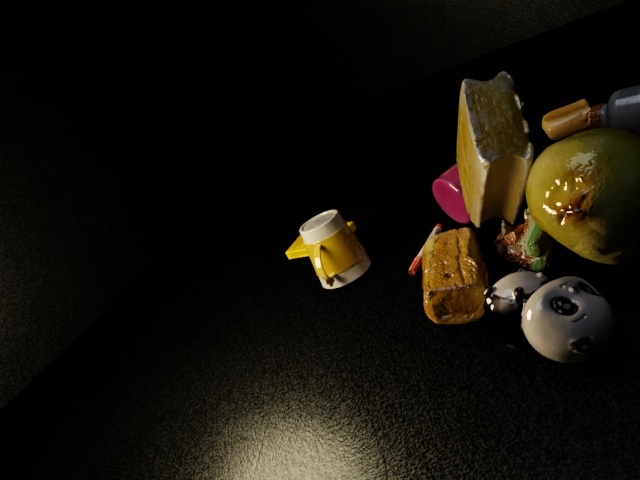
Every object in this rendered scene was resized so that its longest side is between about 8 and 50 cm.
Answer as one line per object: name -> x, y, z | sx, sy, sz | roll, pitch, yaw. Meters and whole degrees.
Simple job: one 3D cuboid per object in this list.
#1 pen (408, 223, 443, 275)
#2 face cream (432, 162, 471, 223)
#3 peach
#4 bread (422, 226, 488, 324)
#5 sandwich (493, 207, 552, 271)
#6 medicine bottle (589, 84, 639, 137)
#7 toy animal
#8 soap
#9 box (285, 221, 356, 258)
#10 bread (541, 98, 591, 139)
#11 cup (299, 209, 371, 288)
pen -> 0.332, 0.025, 1.709 | 0.028, 0.028, 0.239 | -8, 32, 43
face cream -> 0.484, -0.176, 1.737 | 0.194, 0.175, 0.175 | -38, 24, -13
peach -> 0.630, -0.112, 1.241 | 0.282, 0.315, 0.314 | -65, 34, 33
bread -> 0.346, 0.091, 1.429 | 0.166, 0.132, 0.294 | -21, 24, 21
sandwich -> 0.525, -0.002, 1.424 | 0.159, 0.109, 0.185 | -13, 29, 33
medicine bottle -> 0.951, -0.378, 1.587 | 0.288, 0.157, 0.157 | -4, 36, 48
toy animal -> 0.468, 0.153, 1.108 | 0.187, 0.165, 0.235 | -23, 15, -27
soap -> 0.466, -0.235, 1.486 | 0.155, 0.335, 0.294 | -5, 63, 8
box -> 0.000, 0.000, 2.151 | 0.269, 0.044, 0.152 | -12, 30, 40
bread -> 0.849, -0.404, 1.857 | 0.173, 0.085, 0.134 | -18, 30, 26
cup -> 0.035, 0.040, 1.794 | 0.185, 0.226, 0.241 | -20, 18, 27
